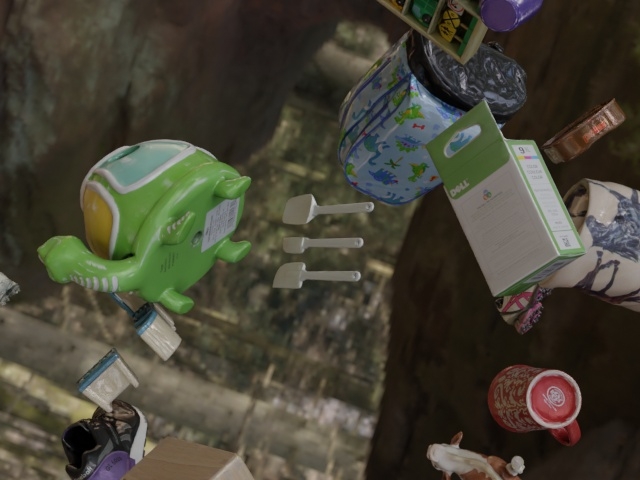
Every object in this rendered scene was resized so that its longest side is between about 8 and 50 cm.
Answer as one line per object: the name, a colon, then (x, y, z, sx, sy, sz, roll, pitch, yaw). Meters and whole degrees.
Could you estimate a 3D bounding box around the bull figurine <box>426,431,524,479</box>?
bull figurine: (0.319, 0.445, 2.112, 0.101, 0.310, 0.188, -45, -174, -16)

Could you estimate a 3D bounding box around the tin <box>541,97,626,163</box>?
tin: (0.361, -0.148, 1.696, 0.106, 0.040, 0.189, -41, 180, 4)

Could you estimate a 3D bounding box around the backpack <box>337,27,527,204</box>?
backpack: (0.181, -0.234, 2.397, 0.355, 0.290, 0.273, -21, -125, 48)

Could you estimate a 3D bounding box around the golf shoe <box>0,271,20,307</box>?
golf shoe: (-0.602, 0.087, 2.199, 0.176, 0.086, 0.069, -27, -160, 46)

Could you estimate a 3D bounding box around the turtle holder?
turtle holder: (-0.275, -0.018, 1.954, 0.320, 0.227, 0.243, -52, 158, -15)

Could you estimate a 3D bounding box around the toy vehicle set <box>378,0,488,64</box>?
toy vehicle set: (0.169, -0.369, 1.607, 0.035, 0.166, 0.267, -44, 166, -32)

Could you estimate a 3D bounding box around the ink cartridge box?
ink cartridge box: (0.218, -0.050, 1.468, 0.062, 0.209, 0.109, -6, 156, -45)

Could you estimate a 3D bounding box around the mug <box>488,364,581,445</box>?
mug: (0.364, 0.259, 1.991, 0.169, 0.150, 0.113, 137, -30, -79)

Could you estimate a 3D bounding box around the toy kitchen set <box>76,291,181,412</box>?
toy kitchen set: (-0.331, 0.160, 1.993, 0.166, 0.122, 0.207, -43, -167, -3)

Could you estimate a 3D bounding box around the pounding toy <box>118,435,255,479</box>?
pounding toy: (-0.093, 0.254, 1.015, 0.100, 0.130, 0.141, -41, 114, -30)

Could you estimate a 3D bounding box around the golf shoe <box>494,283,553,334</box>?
golf shoe: (0.352, 0.079, 2.127, 0.067, 0.086, 0.186, -30, 152, -39)

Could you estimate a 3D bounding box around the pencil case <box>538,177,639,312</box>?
pencil case: (0.489, 0.046, 1.656, 0.183, 0.410, 0.160, 116, -9, -63)

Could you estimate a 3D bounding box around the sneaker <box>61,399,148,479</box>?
sneaker: (-0.350, 0.312, 1.976, 0.107, 0.124, 0.283, -41, -156, 6)

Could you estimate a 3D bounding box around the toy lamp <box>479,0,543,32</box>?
toy lamp: (0.255, -0.336, 1.520, 0.275, 0.080, 0.080, -55, 164, -48)

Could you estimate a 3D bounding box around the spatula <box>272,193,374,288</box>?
spatula: (0.000, 0.000, 2.125, 0.242, 0.019, 0.168, -3, -109, 53)
